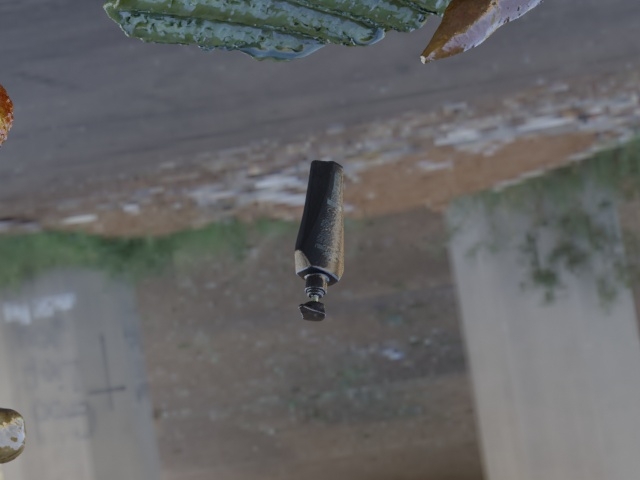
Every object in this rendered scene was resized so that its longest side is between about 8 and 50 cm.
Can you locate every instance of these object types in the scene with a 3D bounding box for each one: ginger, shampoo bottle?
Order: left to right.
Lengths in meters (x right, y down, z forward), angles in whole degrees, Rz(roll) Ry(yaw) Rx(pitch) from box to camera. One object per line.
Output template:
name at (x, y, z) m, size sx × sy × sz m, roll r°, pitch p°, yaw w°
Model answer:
ginger at (-0.413, 0.230, 1.803) m, size 0.095 × 0.069 × 0.190 m, roll 0°, pitch 167°, yaw 35°
shampoo bottle at (0.000, 0.000, 1.199) m, size 0.048 × 0.137 × 0.027 m, roll 28°, pitch 143°, yaw -35°

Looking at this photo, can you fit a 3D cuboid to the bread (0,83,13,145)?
bread at (-0.343, -0.103, 1.127) m, size 0.139 × 0.095 × 0.269 m, roll 23°, pitch -168°, yaw 38°

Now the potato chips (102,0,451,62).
potato chips at (-0.003, -0.281, 1.536) m, size 0.429 × 0.070 × 0.358 m, roll 7°, pitch 153°, yaw -40°

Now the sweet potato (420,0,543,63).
sweet potato at (0.173, -0.234, 1.427) m, size 0.065 × 0.218 × 0.051 m, roll 29°, pitch 153°, yaw 30°
